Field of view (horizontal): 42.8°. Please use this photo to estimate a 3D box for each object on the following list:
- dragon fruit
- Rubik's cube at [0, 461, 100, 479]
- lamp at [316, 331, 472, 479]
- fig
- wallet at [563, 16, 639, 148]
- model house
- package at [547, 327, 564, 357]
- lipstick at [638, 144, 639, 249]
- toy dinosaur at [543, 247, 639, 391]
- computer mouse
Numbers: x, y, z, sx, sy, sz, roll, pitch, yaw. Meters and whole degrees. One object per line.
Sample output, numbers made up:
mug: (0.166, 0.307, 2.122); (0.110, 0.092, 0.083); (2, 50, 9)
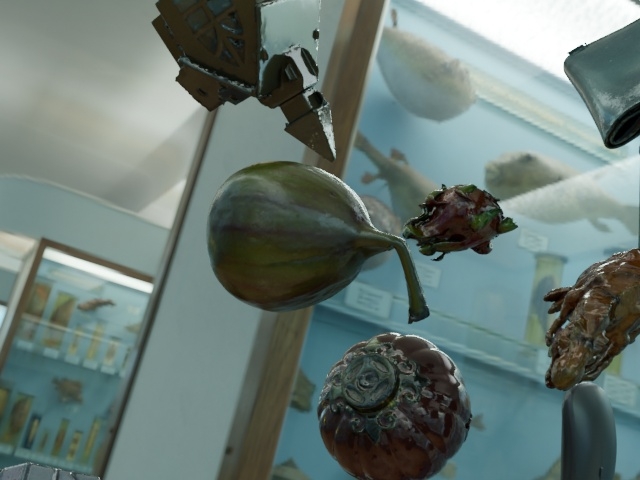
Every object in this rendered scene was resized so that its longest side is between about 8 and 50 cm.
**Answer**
dragon fruit: (0.221, -0.023, 1.362); (0.138, 0.175, 0.142); (65, -15, -12)
Rubik's cube: (-0.426, 0.477, 1.175); (0.319, 0.264, 0.319); (-5, -31, -3)
lamp: (0.140, 0.327, 1.582); (0.303, 0.303, 0.257); (3, -32, 33)
fig: (-0.013, -0.003, 0.729); (0.186, 0.147, 0.142); (-7, -17, 38)
wallet: (0.486, -0.272, 1.129); (0.290, 0.251, 0.054); (-36, -64, 22)
model house: (-0.065, -0.188, 0.943); (0.176, 0.181, 0.248); (-27, -82, 29)
package: (0.427, 0.185, 1.381); (0.083, 0.059, 0.029); (25, -19, -7)
lipstick: (0.436, -0.087, 0.993); (0.076, 0.289, 0.077); (-6, 11, -29)
toy dinosaur: (0.337, 0.052, 0.892); (0.097, 0.432, 0.208); (50, -34, 10)
computer mouse: (0.461, 0.363, 1.405); (0.120, 0.232, 0.057); (6, -5, -35)
